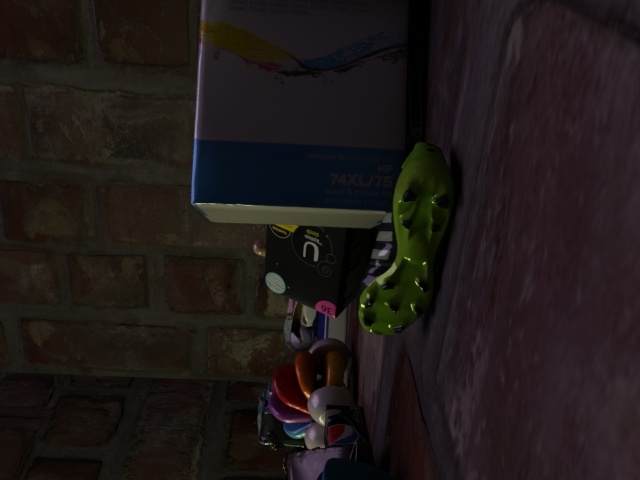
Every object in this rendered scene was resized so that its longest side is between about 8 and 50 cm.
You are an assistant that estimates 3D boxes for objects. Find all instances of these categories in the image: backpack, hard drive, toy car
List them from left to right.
[{"bbox_3d":[-0.060,0.381,1.498,0.188,0.165,0.144,-172,87,-83],"label":"backpack"},{"bbox_3d":[-0.017,0.258,1.092,0.159,0.136,0.182,-93,6,-57],"label":"toy car"},{"bbox_3d":[0.021,0.131,1.384,0.318,0.040,0.210,-157,70,-87],"label":"hard drive"}]

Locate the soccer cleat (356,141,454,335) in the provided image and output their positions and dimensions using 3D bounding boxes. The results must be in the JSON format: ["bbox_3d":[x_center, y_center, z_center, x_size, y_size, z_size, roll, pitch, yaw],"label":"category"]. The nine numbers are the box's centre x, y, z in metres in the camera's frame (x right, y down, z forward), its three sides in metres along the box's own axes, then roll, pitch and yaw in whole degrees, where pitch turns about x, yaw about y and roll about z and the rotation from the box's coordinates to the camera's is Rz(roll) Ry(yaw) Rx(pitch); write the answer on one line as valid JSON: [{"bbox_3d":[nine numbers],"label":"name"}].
[{"bbox_3d":[0.071,0.005,0.544,0.072,0.060,0.179,-76,-1,-52],"label":"soccer cleat"}]

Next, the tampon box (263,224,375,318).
[{"bbox_3d":[0.000,0.000,0.908,0.101,0.120,0.161,-40,-36,-48],"label":"tampon box"}]

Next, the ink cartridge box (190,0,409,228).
[{"bbox_3d":[-0.022,-0.156,0.698,0.198,0.197,0.270,148,125,-85],"label":"ink cartridge box"}]

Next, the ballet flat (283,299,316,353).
[{"bbox_3d":[-0.038,0.181,1.500,0.079,0.076,0.222,-127,36,-55],"label":"ballet flat"}]

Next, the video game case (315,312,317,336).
[{"bbox_3d":[0.003,0.126,1.701,0.210,0.041,0.232,117,155,-85],"label":"video game case"}]

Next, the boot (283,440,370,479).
[{"bbox_3d":[-0.016,0.359,0.771,0.263,0.091,0.229,-34,52,42],"label":"boot"}]

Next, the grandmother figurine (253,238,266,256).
[{"bbox_3d":[-0.026,-0.035,1.130,0.342,0.207,0.104,96,150,-65],"label":"grandmother figurine"}]

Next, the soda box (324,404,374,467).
[{"bbox_3d":[0.036,0.284,0.887,0.169,0.053,0.060,-102,15,-76],"label":"soda box"}]

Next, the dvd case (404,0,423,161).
[{"bbox_3d":[0.085,-0.174,0.733,0.164,0.018,0.221,100,172,-68],"label":"dvd case"}]

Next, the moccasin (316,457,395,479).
[{"bbox_3d":[0.025,0.311,0.523,0.342,0.137,0.117,-49,-22,-75],"label":"moccasin"}]
